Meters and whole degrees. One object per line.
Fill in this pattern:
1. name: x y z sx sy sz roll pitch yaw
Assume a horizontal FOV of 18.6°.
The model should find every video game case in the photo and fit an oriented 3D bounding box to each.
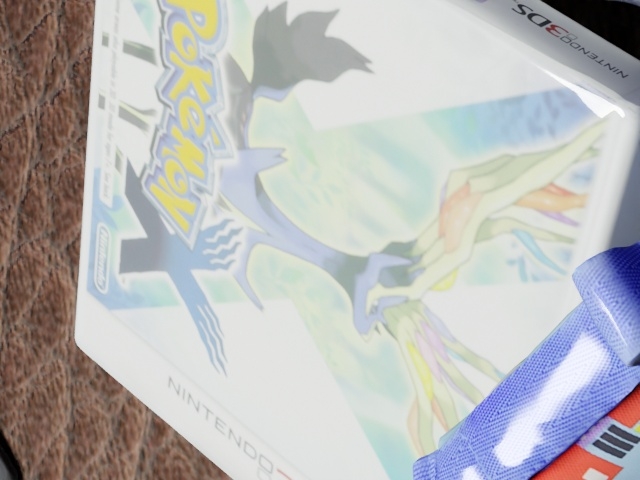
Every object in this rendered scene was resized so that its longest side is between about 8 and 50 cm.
1. video game case: 0.000 0.000 0.876 0.300 0.036 0.329 37 135 31

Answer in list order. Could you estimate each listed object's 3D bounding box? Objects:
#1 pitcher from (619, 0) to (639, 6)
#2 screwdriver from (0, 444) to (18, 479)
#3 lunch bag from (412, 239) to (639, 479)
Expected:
1. pitcher: 0.114 -0.175 0.779 0.207 0.125 0.177 35 111 29
2. screwdriver: -0.178 0.181 1.187 0.025 0.024 0.170 -35 66 11
3. lunch bag: 0.177 0.019 0.589 0.221 0.293 0.138 -48 60 38
